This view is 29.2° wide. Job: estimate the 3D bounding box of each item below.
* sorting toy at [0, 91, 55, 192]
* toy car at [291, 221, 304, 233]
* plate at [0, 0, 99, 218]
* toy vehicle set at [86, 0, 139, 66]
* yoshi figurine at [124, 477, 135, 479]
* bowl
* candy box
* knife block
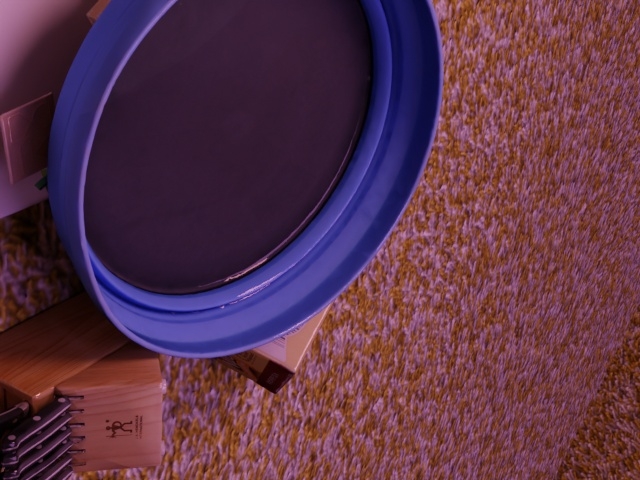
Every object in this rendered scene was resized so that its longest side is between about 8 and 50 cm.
[{"bbox_3d":[-0.224,-0.068,0.954,0.062,0.012,0.083,-41,137,-50],"label":"sorting toy"},{"bbox_3d":[-0.044,-0.139,1.190,0.239,0.053,0.225,30,85,-30],"label":"toy car"},{"bbox_3d":[-0.220,-0.165,0.960,0.277,0.045,0.278,-29,131,-50],"label":"plate"},{"bbox_3d":[-0.074,-0.224,1.063,0.267,0.035,0.166,-53,145,-19],"label":"toy vehicle set"},{"bbox_3d":[-0.170,0.393,1.271,0.203,0.203,0.362,-52,153,-1],"label":"yoshi figurine"},{"bbox_3d":[-0.057,-0.086,1.047,0.391,0.077,0.391,-26,132,-33],"label":"bowl"},{"bbox_3d":[0.000,0.000,1.333,0.316,0.087,0.183,-61,-179,-15],"label":"candy box"},{"bbox_3d":[-0.259,0.129,1.059,0.276,0.242,0.088,-113,-154,-61],"label":"knife block"}]
